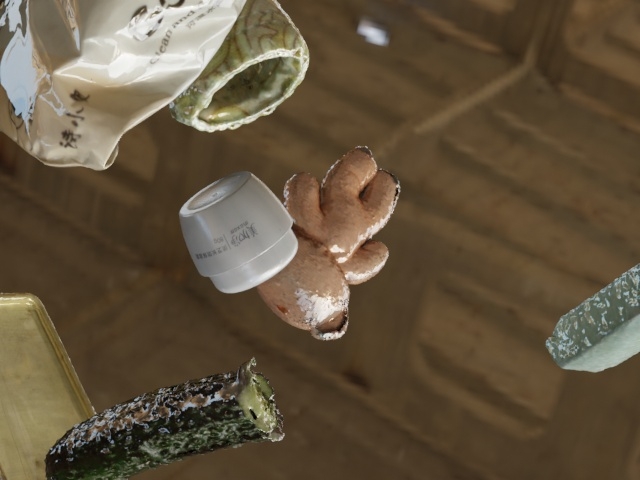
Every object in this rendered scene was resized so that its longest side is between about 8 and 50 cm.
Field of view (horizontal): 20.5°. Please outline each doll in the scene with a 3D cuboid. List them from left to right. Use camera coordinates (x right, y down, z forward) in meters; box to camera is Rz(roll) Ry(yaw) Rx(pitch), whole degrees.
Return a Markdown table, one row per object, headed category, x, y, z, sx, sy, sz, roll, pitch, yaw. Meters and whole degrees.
| category | x | y | z | sx | sy | sz | roll | pitch | yaw |
| --- | --- | --- | --- | --- | --- | --- | --- | --- | --- |
| doll | 0.000 | 0.000 | 2.598 | 0.201 | 0.156 | 0.303 | 43 | -124 | -12 |

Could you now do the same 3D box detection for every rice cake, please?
| category | x | y | z | sx | sy | sz | roll | pitch | yaw |
| --- | --- | --- | --- | --- | --- | --- | --- | --- | --- |
| rice cake | 0.311 | 0.073 | 1.765 | 0.069 | 0.206 | 0.063 | 10 | -120 | -29 |

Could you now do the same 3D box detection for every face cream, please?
| category | x | y | z | sx | sy | sz | roll | pitch | yaw |
| --- | --- | --- | --- | --- | --- | --- | --- | --- | --- |
| face cream | -0.089 | -0.009 | 1.908 | 0.117 | 0.104 | 0.117 | -27 | -163 | 9 |

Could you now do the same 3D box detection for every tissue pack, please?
| category | x | y | z | sx | sy | sz | roll | pitch | yaw |
| --- | --- | --- | --- | --- | --- | --- | --- | --- | --- |
| tissue pack | -0.203 | -0.253 | 1.724 | 0.195 | 0.375 | 0.390 | 35 | 176 | -33 |

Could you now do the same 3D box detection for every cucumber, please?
| category | x | y | z | sx | sy | sz | roll | pitch | yaw |
| --- | --- | --- | --- | --- | --- | --- | --- | --- | --- |
| cucumber | -0.122 | 0.141 | 1.321 | 0.245 | 0.067 | 0.067 | -19 | -176 | 40 |

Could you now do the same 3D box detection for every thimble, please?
| category | x | y | z | sx | sy | sz | roll | pitch | yaw |
| --- | --- | --- | --- | --- | --- | --- | --- | --- | --- |
| thimble | -0.121 | -0.224 | 2.128 | 0.190 | 0.137 | 0.143 | -28 | -119 | -5 |

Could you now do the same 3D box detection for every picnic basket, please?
| category | x | y | z | sx | sy | sz | roll | pitch | yaw |
| --- | --- | --- | --- | --- | --- | --- | --- | --- | --- |
| picnic basket | -0.404 | 0.238 | 2.123 | 0.228 | 0.175 | 0.312 | 3 | -125 | -60 |
